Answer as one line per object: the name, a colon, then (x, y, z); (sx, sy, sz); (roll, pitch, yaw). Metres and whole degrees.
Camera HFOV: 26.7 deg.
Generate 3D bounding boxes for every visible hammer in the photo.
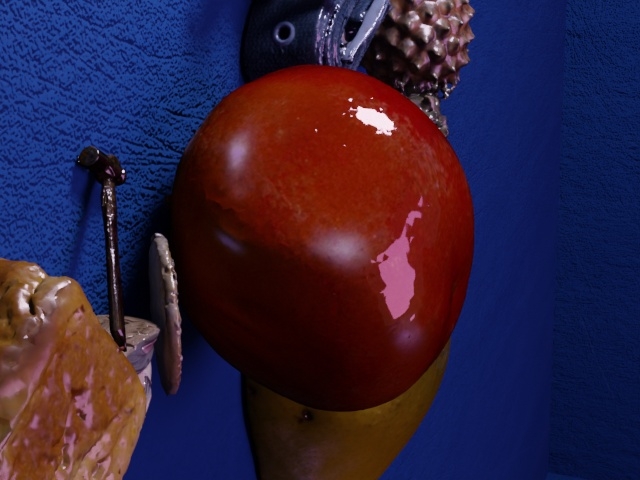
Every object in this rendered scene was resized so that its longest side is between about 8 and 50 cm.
hammer: (-0.176, 0.007, 1.122); (0.065, 0.021, 0.178); (47, 33, -62)

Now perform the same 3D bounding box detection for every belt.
belt: (0.009, -0.245, 1.477); (0.122, 0.128, 0.218); (73, 31, -41)

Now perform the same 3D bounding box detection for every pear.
pear: (0.054, 0.131, 1.662); (0.340, 0.191, 0.386); (-21, 116, -66)

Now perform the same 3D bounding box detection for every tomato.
tomato: (0.000, 0.000, 1.304); (0.325, 0.289, 0.293); (81, 30, -47)

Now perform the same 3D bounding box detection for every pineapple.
pineapple: (0.120, -0.205, 1.669); (0.175, 0.175, 0.361); (13, 68, -71)

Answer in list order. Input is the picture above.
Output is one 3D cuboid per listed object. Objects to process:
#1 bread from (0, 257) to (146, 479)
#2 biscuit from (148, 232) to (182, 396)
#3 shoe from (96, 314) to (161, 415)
bread: (-0.249, 0.174, 0.873); (0.195, 0.148, 0.344); (65, 37, -39)
biscuit: (-0.143, 0.067, 1.225); (0.152, 0.020, 0.152); (175, -90, -78)
shoe: (-0.192, 0.130, 1.120); (0.180, 0.089, 0.092); (-56, 151, -67)
